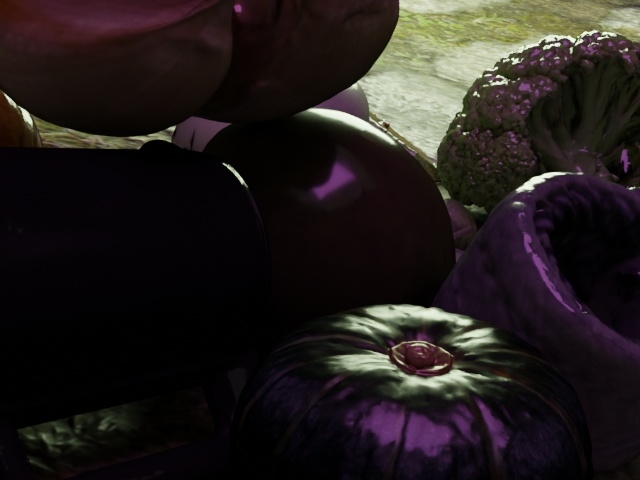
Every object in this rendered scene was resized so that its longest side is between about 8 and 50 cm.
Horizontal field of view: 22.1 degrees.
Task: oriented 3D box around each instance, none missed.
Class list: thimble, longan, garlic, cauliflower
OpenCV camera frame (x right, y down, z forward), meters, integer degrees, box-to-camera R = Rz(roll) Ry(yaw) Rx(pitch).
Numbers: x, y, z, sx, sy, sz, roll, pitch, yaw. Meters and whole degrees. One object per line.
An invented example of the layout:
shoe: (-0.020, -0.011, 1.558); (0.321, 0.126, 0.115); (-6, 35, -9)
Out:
thimble: (0.204, 0.065, 1.310); (0.217, 0.157, 0.245); (40, 35, 4)
longan: (0.000, 0.000, 1.384); (0.248, 0.248, 0.248); (9, 23, -4)
garlic: (-0.106, -0.187, 1.279); (0.313, 0.249, 0.286); (37, 19, 36)
cauliflower: (0.259, -0.083, 1.739); (0.275, 0.250, 0.272); (-27, -12, -7)

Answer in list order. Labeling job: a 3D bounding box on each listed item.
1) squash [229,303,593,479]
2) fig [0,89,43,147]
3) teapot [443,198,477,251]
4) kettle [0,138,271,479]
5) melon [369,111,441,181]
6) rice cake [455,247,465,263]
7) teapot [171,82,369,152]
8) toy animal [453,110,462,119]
squash: (0.062, 0.146, 1.124); (0.252, 0.165, 0.252); (6, 24, -3)
fig: (-0.313, -0.061, 1.486); (0.202, 0.148, 0.149); (46, 37, 9)
teapot: (0.114, -0.004, 1.640); (0.067, 0.057, 0.083); (-3, 16, 45)
kettle: (-0.184, 0.044, 1.161); (0.308, 0.203, 0.262); (-5, 36, -41)
melon: (0.068, -0.115, 1.904); (0.098, 0.054, 0.182); (13, 18, -36)
rice cake: (0.201, 0.071, 1.504); (0.297, 0.050, 0.106); (19, 25, 18)
teapot: (-0.039, -0.106, 1.705); (0.208, 0.166, 0.299); (-25, -2, 28)
toy animal: (0.186, -0.123, 1.958); (0.065, 0.047, 0.136); (12, 21, -10)
